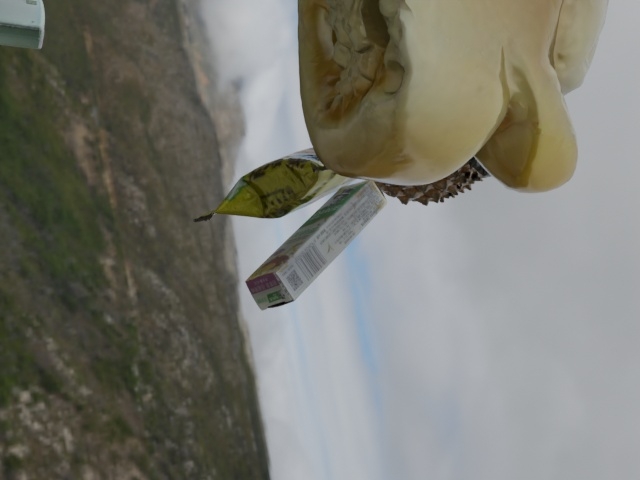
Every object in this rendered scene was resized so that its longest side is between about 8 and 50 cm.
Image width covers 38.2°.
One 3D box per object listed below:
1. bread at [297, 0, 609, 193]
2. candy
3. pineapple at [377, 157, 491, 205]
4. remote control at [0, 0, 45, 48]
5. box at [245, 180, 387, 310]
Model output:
[{"bbox_3d":[0.097,-0.251,0.677,0.329,0.245,0.424,27,66,-87],"label":"bread"},{"bbox_3d":[-0.026,-0.086,1.307,0.297,0.187,0.081,-13,-82,43],"label":"candy"},{"bbox_3d":[0.214,-0.164,1.406,0.357,0.222,0.223,-3,-83,62],"label":"pineapple"},{"bbox_3d":[-0.635,-0.381,1.530,0.145,0.343,0.050,-112,-149,-53],"label":"remote control"},{"bbox_3d":[0.000,0.000,0.998,0.049,0.207,0.041,-20,-72,44],"label":"box"}]
